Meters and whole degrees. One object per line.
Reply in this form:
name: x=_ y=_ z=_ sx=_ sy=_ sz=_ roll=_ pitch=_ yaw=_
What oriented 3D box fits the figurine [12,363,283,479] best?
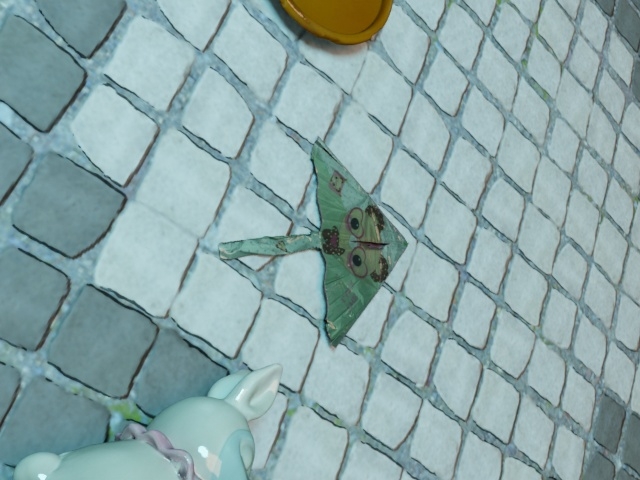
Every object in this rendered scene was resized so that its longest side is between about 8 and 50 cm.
figurine: x=-0.108 y=0.199 z=0.598 sx=0.235 sy=0.127 sz=0.155 roll=-21 pitch=77 yaw=-42

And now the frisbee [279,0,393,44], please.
frisbee: x=0.004 y=-0.307 z=0.829 sx=0.192 sy=0.035 sz=0.192 roll=9 pitch=76 yaw=-38

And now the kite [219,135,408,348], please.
kite: x=0.001 y=0.000 z=0.791 sx=0.250 sy=0.012 sz=0.229 roll=-1 pitch=80 yaw=-39
